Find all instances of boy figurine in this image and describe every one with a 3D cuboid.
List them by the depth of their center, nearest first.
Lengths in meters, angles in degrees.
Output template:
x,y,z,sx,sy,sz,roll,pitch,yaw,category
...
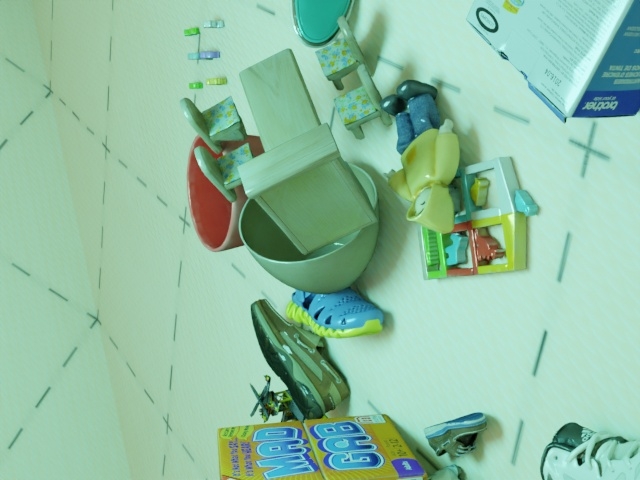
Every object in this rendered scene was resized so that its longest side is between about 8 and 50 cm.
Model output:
x,y,z,sx,sy,sz,roll,pitch,yaw,category
0.175,-0.136,1.637,0.177,0.092,0.285,-34,52,44,boy figurine

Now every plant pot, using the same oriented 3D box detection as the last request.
x,y,z,sx,sy,sz,roll,pitch,yaw,category
0.000,0.000,1.878,0.284,0.284,0.191,47,165,45,plant pot
-0.139,-0.115,2.053,0.275,0.243,0.275,18,111,60,plant pot

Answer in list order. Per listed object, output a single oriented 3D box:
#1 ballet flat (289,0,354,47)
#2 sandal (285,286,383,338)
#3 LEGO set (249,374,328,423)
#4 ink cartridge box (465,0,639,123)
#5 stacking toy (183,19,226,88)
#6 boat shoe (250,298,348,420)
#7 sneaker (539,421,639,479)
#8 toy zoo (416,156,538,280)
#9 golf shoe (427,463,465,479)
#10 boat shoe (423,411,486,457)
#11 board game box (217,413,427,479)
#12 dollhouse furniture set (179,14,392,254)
x,y,z,sx,sy,sz,roll,pitch,yaw,category
0.005,-0.592,1.878,0.139,0.139,0.400,15,104,57,ballet flat
0.022,0.125,1.966,0.317,0.126,0.138,16,105,55,sandal
-0.077,0.490,2.119,0.331,0.192,0.255,53,137,41,LEGO set
0.369,-0.351,1.272,0.270,0.151,0.395,57,138,38,ink cartridge box
-0.319,-0.496,2.478,0.221,0.052,0.167,10,103,59,stacking toy
-0.049,0.263,2.107,0.324,0.120,0.122,54,157,29,boat shoe
0.426,0.307,1.278,0.257,0.169,0.447,47,136,42,sneaker
0.267,-0.035,1.613,0.293,0.030,0.192,-10,86,59,toy zoo
0.202,0.482,1.763,0.069,0.086,0.176,64,145,27,golf shoe
0.255,0.358,1.681,0.066,0.066,0.183,71,157,11,boat shoe
-0.005,0.564,1.752,0.356,0.356,0.356,-144,51,-80,board game box
-0.063,-0.212,1.708,0.256,0.362,0.394,52,-164,-58,dollhouse furniture set
